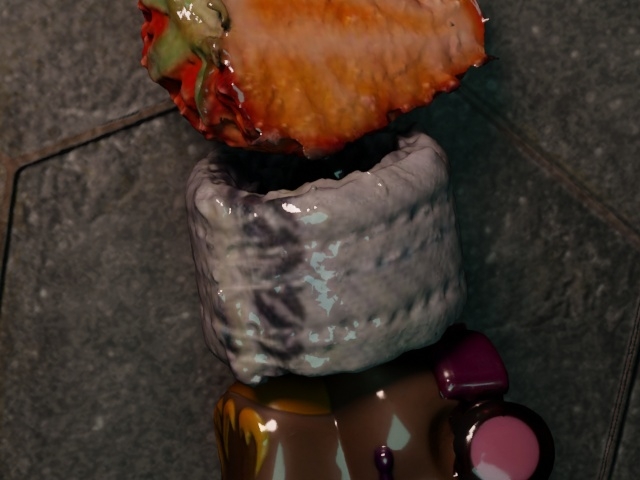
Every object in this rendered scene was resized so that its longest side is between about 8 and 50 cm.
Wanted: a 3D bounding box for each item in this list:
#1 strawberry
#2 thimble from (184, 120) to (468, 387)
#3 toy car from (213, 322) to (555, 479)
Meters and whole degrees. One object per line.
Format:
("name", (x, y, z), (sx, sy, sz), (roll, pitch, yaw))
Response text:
("strawberry", (-0.029, -0.189, 1.294), (0.280, 0.150, 0.253), (-28, 93, -40))
("thimble", (0.000, 0.000, 1.301), (0.217, 0.245, 0.157), (-1, 109, 25))
("toy car", (0.046, 0.236, 1.341), (0.240, 0.271, 0.340), (-6, 82, -12))
